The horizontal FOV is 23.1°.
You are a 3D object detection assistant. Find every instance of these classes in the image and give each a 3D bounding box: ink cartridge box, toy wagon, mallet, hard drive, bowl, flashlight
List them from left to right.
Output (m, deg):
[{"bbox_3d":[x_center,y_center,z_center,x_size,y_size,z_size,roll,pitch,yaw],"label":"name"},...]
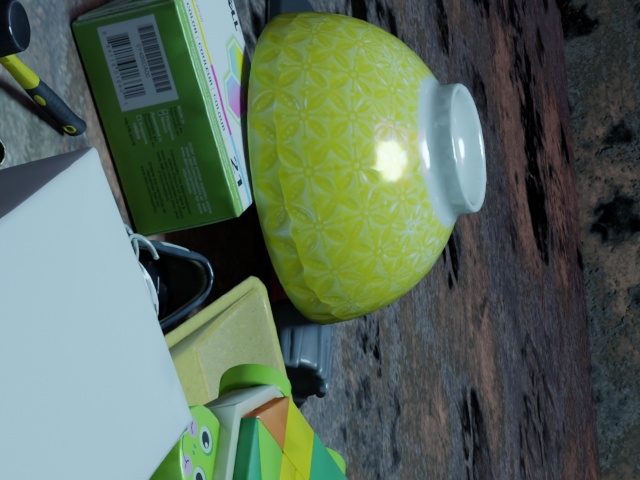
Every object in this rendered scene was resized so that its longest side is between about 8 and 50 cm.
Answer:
[{"bbox_3d":[-0.220,-0.115,1.120,0.190,0.062,0.039,71,16,-69],"label":"mallet"},{"bbox_3d":[-0.099,-0.137,1.368,0.255,0.097,0.189,-50,127,-65],"label":"ink cartridge box"},{"bbox_3d":[-0.048,0.220,1.128,0.344,0.068,0.267,60,27,-44],"label":"toy wagon"},{"bbox_3d":[-0.032,-0.221,1.719,0.094,0.022,0.135,50,35,-55],"label":"hard drive"},{"bbox_3d":[-0.022,-0.001,1.519,0.103,0.103,0.304,27,51,-34],"label":"flashlight"},{"bbox_3d":[0.059,-0.072,1.403,0.289,0.156,0.289,-6,90,-71],"label":"bowl"}]

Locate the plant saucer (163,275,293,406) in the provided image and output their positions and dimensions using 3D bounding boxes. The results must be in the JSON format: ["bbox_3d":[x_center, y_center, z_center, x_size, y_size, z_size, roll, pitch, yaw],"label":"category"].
[{"bbox_3d":[-0.095,0.225,1.217,0.333,0.081,0.333,-35,112,-69],"label":"plant saucer"}]

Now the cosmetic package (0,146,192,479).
[{"bbox_3d":[-0.215,0.106,0.818,0.365,0.155,0.197,-53,128,-66],"label":"cosmetic package"}]

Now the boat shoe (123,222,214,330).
[{"bbox_3d":[-0.154,0.039,1.144,0.254,0.079,0.095,5,76,-70],"label":"boat shoe"}]

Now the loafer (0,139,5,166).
[{"bbox_3d":[-0.247,-0.061,0.974,0.148,0.050,0.056,-8,88,-71],"label":"loafer"}]
